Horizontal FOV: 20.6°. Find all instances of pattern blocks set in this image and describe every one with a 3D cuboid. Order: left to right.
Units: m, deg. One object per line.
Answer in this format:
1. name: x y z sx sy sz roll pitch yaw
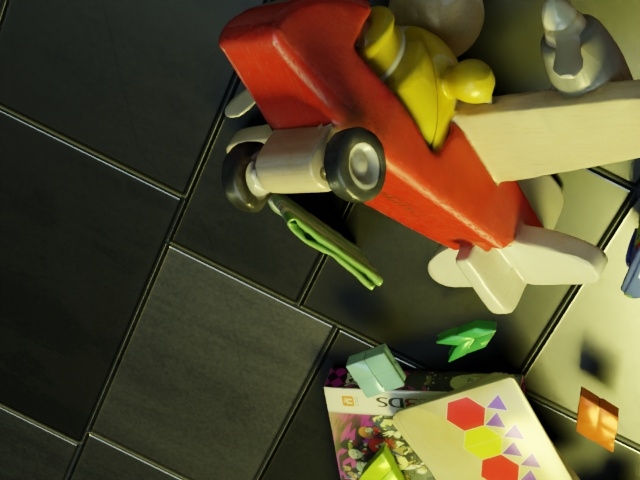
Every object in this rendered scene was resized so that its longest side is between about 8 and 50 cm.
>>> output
1. pattern blocks set: 0.175 0.220 1.804 0.285 0.026 0.325 -12 119 21

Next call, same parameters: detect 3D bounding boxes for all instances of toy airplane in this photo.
1. toy airplane: 0.105 -0.105 1.548 0.386 0.272 0.384 11 164 1

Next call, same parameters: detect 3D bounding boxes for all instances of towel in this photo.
1. towel: 0.000 0.000 1.692 0.113 0.152 0.023 35 95 -13

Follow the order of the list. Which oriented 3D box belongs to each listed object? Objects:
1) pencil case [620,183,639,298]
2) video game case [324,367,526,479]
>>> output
1. pencil case: 0.418 0.048 1.604 0.306 0.119 0.133 23 169 2
2. video game case: 0.122 0.240 1.877 0.210 0.042 0.232 1 123 17
